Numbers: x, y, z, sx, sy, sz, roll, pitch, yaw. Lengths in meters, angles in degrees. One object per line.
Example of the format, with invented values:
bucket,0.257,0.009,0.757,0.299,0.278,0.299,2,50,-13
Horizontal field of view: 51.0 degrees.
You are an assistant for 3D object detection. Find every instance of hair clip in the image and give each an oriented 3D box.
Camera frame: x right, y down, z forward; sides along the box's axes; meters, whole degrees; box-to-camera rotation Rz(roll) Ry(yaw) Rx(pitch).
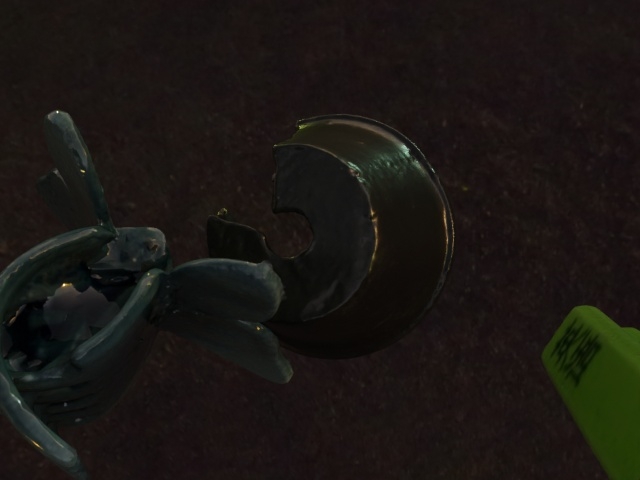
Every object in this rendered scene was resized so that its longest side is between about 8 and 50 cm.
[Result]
hair clip,-0.224,0.085,0.668,0.392,0.318,0.238,39,64,1

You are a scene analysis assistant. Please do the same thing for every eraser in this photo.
eraser,0.278,0.151,0.466,0.210,0.274,0.092,32,101,5

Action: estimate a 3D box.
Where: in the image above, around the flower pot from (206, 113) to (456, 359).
flower pot,0.000,0.000,0.925,0.379,0.251,0.379,0,89,12
